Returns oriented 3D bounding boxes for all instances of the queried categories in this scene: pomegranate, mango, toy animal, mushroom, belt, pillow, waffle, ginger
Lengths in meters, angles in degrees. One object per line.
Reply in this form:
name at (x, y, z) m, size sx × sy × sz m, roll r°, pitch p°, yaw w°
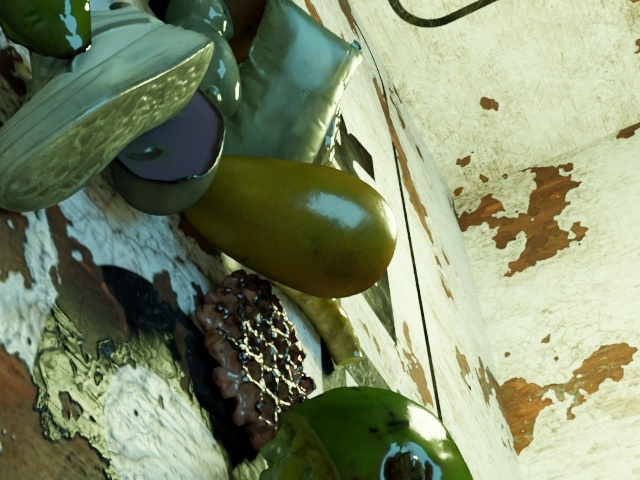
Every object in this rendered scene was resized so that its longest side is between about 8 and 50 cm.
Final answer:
pomegranate at (0.043, 0.299, 0.934) m, size 0.341 × 0.260 × 0.260 m, roll 116°, pitch -42°, yaw -69°
mango at (-0.037, -0.025, 1.092) m, size 0.317 × 0.211 × 0.173 m, roll 19°, pitch 88°, yaw -33°
toy animal at (-0.161, -0.271, 1.091) m, size 0.125 × 0.127 × 0.251 m, roll 22°, pitch 62°, yaw -61°
mushroom at (-0.180, -0.097, 0.934) m, size 0.188 × 0.141 × 0.117 m, roll -90°, pitch -173°, yaw -48°
belt at (-0.166, -0.383, 1.248) m, size 0.261 × 0.105 × 0.184 m, roll 55°, pitch -19°, yaw 13°
pillow at (-0.058, -0.194, 1.195) m, size 0.185 × 0.075 × 0.302 m, roll 30°, pitch 80°, yaw -35°
waffle at (-0.077, 0.145, 1.052) m, size 0.221 × 0.055 × 0.234 m, roll 66°, pitch 20°, yaw -6°
ginger at (-0.010, 0.097, 1.311) m, size 0.118 × 0.065 × 0.299 m, roll -82°, pitch 149°, yaw -49°

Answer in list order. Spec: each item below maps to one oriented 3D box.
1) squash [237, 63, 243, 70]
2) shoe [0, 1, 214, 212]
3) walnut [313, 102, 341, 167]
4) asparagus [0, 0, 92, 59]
squash at (-0.148, -0.233, 1.290) m, size 0.219 × 0.068 × 0.077 m, roll -83°, pitch 154°, yaw -59°
shoe at (-0.240, -0.158, 0.803) m, size 0.159 × 0.124 × 0.316 m, roll 39°, pitch 39°, yaw 4°
walnut at (-0.046, -0.190, 1.334) m, size 0.178 × 0.178 × 0.230 m, roll 27°, pitch 80°, yaw -66°
asparagus at (-0.287, -0.313, 0.694) m, size 0.343 × 0.082 × 0.085 m, roll 68°, pitch -15°, yaw -17°
